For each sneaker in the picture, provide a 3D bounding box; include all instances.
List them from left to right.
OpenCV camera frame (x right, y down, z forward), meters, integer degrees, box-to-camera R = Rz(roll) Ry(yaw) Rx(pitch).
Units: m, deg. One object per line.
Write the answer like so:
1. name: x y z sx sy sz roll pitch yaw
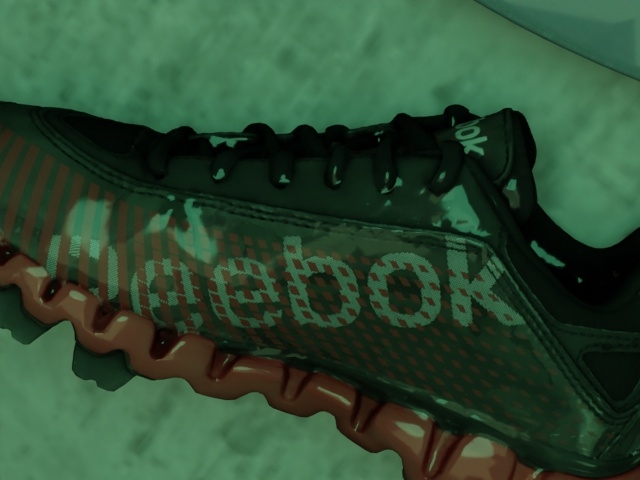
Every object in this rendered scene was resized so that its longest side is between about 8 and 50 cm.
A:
1. sneaker: 0.000 0.000 0.586 0.276 0.097 0.135 24 109 -2

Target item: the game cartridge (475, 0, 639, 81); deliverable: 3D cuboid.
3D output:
1. game cartridge: 0.091 -0.164 0.548 0.294 0.060 0.196 32 105 -2
